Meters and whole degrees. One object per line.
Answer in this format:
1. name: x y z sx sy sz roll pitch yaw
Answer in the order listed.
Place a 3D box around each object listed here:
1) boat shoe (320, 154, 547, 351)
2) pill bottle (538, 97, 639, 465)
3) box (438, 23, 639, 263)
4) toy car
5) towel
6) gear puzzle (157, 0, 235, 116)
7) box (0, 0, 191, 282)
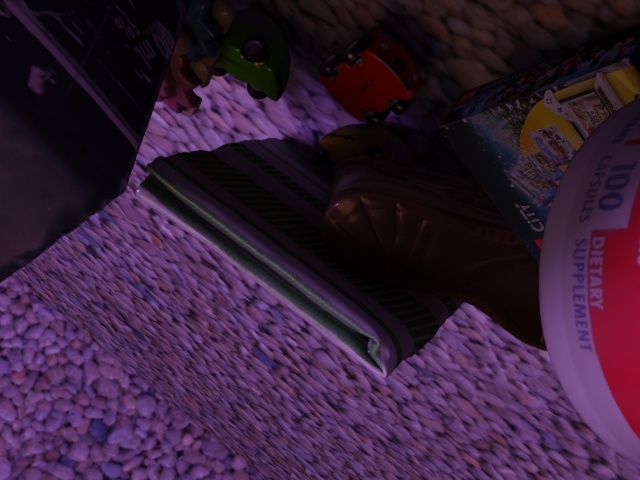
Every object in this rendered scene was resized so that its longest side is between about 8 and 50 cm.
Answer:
1. boat shoe: 0.141 0.004 1.048 0.285 0.089 0.105 22 125 -9
2. pill bottle: 0.310 0.019 0.636 0.229 0.229 0.407 47 157 -21
3. box: 0.207 -0.019 0.908 0.159 0.044 0.233 -16 119 48
4. toy car: -0.009 -0.130 1.101 0.225 0.053 0.239 32 158 17
5. towel: 0.000 0.000 1.131 0.248 0.038 0.325 36 -166 7
6. gear puzzle: -0.205 -0.253 1.111 0.339 0.044 0.175 48 150 8
7. box: -0.327 -0.225 0.764 0.297 0.480 0.472 -32 115 20
